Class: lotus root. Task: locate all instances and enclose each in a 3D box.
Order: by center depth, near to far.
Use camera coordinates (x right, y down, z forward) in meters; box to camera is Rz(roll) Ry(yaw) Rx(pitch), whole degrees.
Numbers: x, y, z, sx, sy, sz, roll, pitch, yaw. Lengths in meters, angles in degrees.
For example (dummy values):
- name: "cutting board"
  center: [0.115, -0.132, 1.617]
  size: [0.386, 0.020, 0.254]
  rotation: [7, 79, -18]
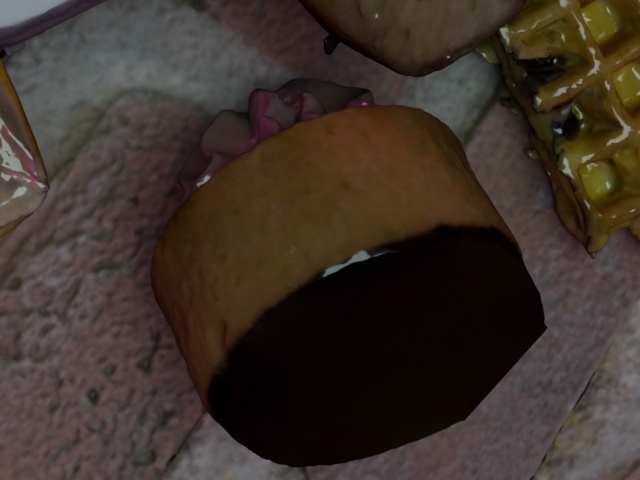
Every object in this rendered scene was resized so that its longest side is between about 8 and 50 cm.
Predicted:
- name: "lotus root"
  center: [0.048, -0.171, 0.877]
  size: [0.261, 0.074, 0.170]
  rotation: [-36, 131, -28]

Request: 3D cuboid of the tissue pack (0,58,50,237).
- name: "tissue pack"
  center: [-0.288, -0.094, 0.727]
  size: [0.228, 0.382, 0.293]
  rotation: [-32, 104, -13]

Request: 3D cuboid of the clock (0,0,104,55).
- name: "clock"
  center: [-0.131, -0.287, 0.890]
  size: [0.296, 0.113, 0.322]
  rotation: [-28, 102, -11]

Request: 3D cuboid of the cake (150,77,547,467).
- name: "cake"
  center: [0.000, 0.000, 0.948]
  size: [0.185, 0.178, 0.207]
  rotation: [-32, 140, 10]

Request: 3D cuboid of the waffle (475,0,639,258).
- name: "waffle"
  center: [0.182, -0.129, 1.025]
  size: [0.309, 0.065, 0.283]
  rotation: [14, 92, -15]
